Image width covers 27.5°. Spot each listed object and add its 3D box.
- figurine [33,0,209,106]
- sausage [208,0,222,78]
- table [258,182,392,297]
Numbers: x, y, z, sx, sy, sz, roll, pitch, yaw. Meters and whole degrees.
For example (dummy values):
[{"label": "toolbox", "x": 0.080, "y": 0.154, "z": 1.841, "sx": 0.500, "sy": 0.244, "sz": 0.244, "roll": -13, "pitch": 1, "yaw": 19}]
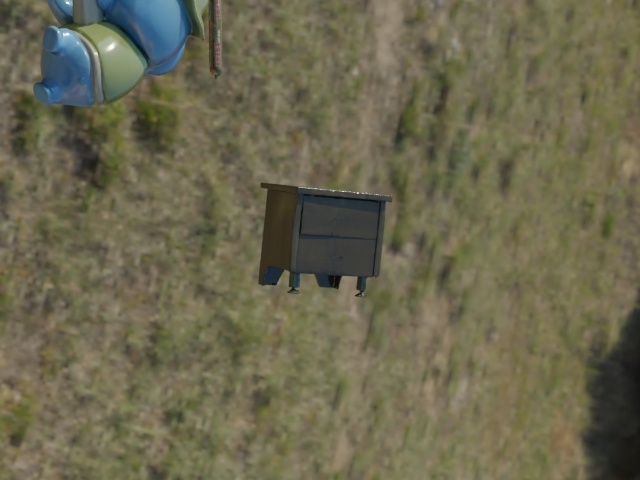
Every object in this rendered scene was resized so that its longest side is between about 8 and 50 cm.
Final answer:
[{"label": "figurine", "x": -0.249, "y": -0.273, "z": 1.619, "sx": 0.262, "sy": 0.153, "sz": 0.180, "roll": -31, "pitch": 110, "yaw": -37}, {"label": "sausage", "x": -0.113, "y": -0.224, "z": 1.407, "sx": 0.015, "sy": 0.015, "sz": 0.100, "roll": -17, "pitch": 109, "yaw": -66}, {"label": "table", "x": 0.000, "y": 0.000, "z": 1.030, "sx": 0.083, "sy": 0.070, "sz": 0.082, "roll": 4, "pitch": 93, "yaw": -27}]
